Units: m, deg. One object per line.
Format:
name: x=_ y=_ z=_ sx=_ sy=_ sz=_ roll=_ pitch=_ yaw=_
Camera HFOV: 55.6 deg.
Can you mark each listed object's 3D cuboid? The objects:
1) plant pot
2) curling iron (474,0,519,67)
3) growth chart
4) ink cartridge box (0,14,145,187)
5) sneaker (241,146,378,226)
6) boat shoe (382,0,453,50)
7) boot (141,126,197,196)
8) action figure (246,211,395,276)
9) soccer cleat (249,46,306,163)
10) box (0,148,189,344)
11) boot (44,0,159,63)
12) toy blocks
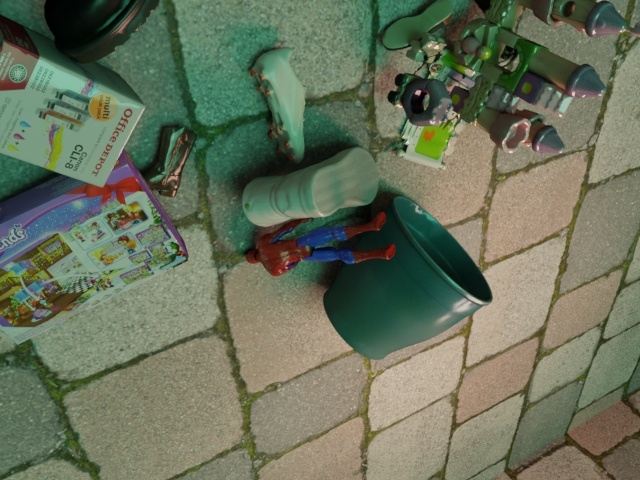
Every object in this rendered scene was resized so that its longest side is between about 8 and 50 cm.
plant pot: x=0.152 y=0.095 z=1.209 sx=0.255 sy=0.271 sz=0.272 roll=-44 pitch=137 yaw=20
curling iron: x=0.294 y=-0.406 z=1.084 sx=0.068 sy=0.035 sz=0.274 roll=-47 pitch=136 yaw=3
growth chart: x=0.235 y=-0.247 z=1.171 sx=0.172 sy=0.021 sz=0.237 roll=-1 pitch=122 yaw=-36
ink cartridge box: x=-0.335 y=-0.170 z=0.751 sx=0.176 sy=0.127 sz=0.128 roll=20 pitch=108 yaw=-43
sneaker: x=-0.018 y=-0.094 z=1.057 sx=0.293 sy=0.169 sz=0.108 roll=-22 pitch=104 yaw=-60
boat shoe: x=0.163 y=-0.357 z=1.024 sx=0.137 sy=0.049 sz=0.043 roll=-34 pitch=173 yaw=-7
boot: x=-0.247 y=-0.126 z=0.911 sx=0.107 sy=0.037 sz=0.114 roll=5 pitch=117 yaw=-42
action figure: x=0.000 y=0.000 z=1.085 sx=0.139 sy=0.281 sz=0.091 roll=-44 pitch=121 yaw=-59
soccer cleat: x=-0.049 y=-0.210 z=0.969 sx=0.076 sy=0.068 sz=0.196 roll=-35 pitch=134 yaw=-19
box: x=-0.368 y=0.013 z=0.884 sx=0.294 sy=0.057 sz=0.200 roll=-26 pitch=134 yaw=-5
boot: x=-0.265 y=-0.392 z=0.629 sx=0.260 sy=0.131 sz=0.347 roll=27 pitch=93 yaw=-51
toy blocks: x=0.341 y=-0.276 z=0.992 sx=0.309 sy=0.260 sz=0.288 roll=-2 pitch=126 yaw=-39
